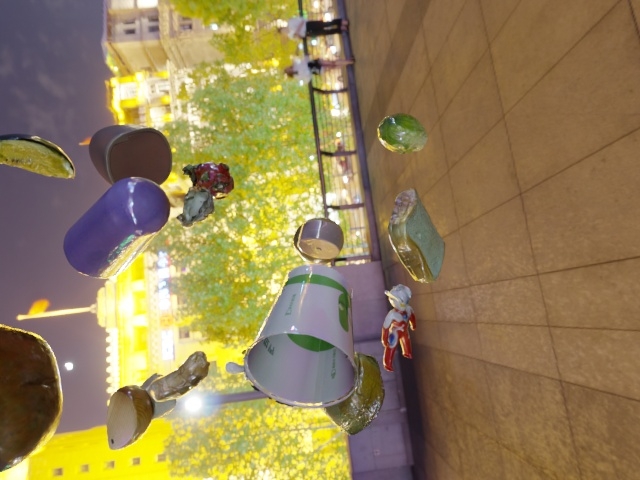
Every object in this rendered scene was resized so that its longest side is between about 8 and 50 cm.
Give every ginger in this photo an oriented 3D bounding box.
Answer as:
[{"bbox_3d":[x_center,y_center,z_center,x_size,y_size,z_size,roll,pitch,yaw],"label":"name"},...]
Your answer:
[{"bbox_3d":[-0.366,0.365,1.076,0.095,0.190,0.069,49,-176,-26],"label":"ginger"}]

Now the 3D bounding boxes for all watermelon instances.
[{"bbox_3d":[-1.011,-0.301,1.418,0.123,0.301,0.129,29,102,45],"label":"watermelon"}]

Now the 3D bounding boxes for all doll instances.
[{"bbox_3d":[0.325,0.349,1.684,0.099,0.188,0.384,20,124,48],"label":"doll"},{"bbox_3d":[-0.271,0.568,1.792,0.111,0.237,0.252,-53,-8,20],"label":"doll"}]

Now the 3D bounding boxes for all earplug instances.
[{"bbox_3d":[-0.592,-0.043,1.214,0.456,0.215,0.215,-25,65,43],"label":"earplug"}]

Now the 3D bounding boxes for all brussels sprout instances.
[{"bbox_3d":[0.306,-0.404,1.534,0.161,0.180,0.144,-127,53,-62],"label":"brussels sprout"}]

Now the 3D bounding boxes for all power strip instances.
[{"bbox_3d":[0.000,0.000,1.417,0.154,0.154,0.078,89,-169,-61],"label":"power strip"}]

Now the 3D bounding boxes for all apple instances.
[{"bbox_3d":[-0.014,-0.002,2.116,0.257,0.234,0.257,-46,26,31],"label":"apple"}]

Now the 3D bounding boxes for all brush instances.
[{"bbox_3d":[-0.652,0.623,1.462,0.166,0.174,0.267,-2,-56,-61],"label":"brush"}]

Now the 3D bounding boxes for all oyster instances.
[{"bbox_3d":[-0.470,-0.130,1.603,0.294,0.094,0.166,3,88,49],"label":"oyster"}]

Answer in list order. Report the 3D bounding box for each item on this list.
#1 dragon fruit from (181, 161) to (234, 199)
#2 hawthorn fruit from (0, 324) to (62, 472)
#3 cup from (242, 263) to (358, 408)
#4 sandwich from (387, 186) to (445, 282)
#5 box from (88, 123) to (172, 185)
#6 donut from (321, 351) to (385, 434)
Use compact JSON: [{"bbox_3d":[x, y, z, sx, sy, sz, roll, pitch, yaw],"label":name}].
[{"bbox_3d":[-0.536,-0.287,1.920,0.200,0.269,0.198,-94,20,-76],"label":"dragon fruit"},{"bbox_3d":[-0.618,0.261,0.718,0.268,0.267,0.301,102,153,-80],"label":"hawthorn fruit"},{"bbox_3d":[-0.029,0.212,0.968,0.274,0.253,0.253,-78,-13,-54],"label":"cup"},{"bbox_3d":[0.315,-0.012,1.312,0.251,0.087,0.226,55,-136,-25],"label":"sandwich"},{"bbox_3d":[-0.821,-0.359,1.742,0.301,0.216,0.301,-36,-42,-41],"label":"box"},{"bbox_3d":[0.096,0.497,1.374,0.272,0.107,0.272,-46,21,23],"label":"donut"}]
